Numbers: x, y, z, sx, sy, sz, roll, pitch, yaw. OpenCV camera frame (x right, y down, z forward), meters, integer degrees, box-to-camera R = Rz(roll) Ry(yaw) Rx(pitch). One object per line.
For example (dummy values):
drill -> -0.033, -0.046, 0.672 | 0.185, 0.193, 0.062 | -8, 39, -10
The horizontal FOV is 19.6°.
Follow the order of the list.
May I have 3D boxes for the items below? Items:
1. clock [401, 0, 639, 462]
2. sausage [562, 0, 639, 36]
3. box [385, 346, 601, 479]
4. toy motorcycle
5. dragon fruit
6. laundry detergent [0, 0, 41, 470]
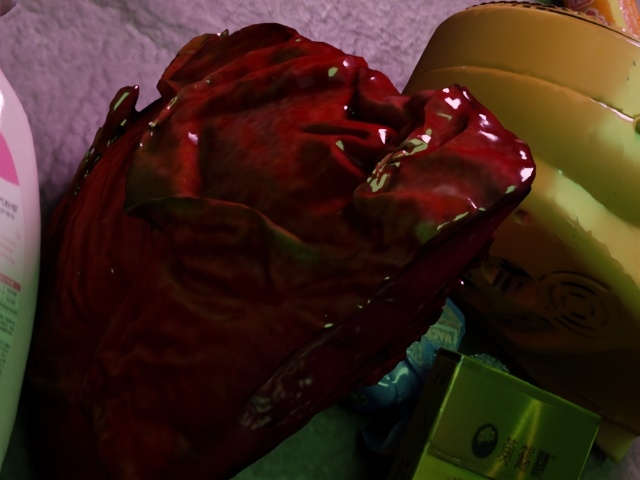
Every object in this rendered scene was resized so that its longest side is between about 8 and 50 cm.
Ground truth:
clock -> 0.183, -0.012, 1.197 | 0.317, 0.244, 0.200 | 37, 68, -19
sausage -> 0.194, -0.230, 1.404 | 0.053, 0.053, 0.347 | -13, 83, -41
box -> 0.088, 0.176, 1.135 | 0.121, 0.030, 0.193 | 25, 86, -31
toy motorcycle -> 0.040, 0.065, 1.164 | 0.205, 0.076, 0.114 | 47, 58, -14
dragon fruit -> 0.000, 0.000, 0.981 | 0.240, 0.330, 0.302 | 6, 68, -37
laundry detergent -> -0.220, -0.019, 0.973 | 0.159, 0.088, 0.335 | 18, 62, -28
